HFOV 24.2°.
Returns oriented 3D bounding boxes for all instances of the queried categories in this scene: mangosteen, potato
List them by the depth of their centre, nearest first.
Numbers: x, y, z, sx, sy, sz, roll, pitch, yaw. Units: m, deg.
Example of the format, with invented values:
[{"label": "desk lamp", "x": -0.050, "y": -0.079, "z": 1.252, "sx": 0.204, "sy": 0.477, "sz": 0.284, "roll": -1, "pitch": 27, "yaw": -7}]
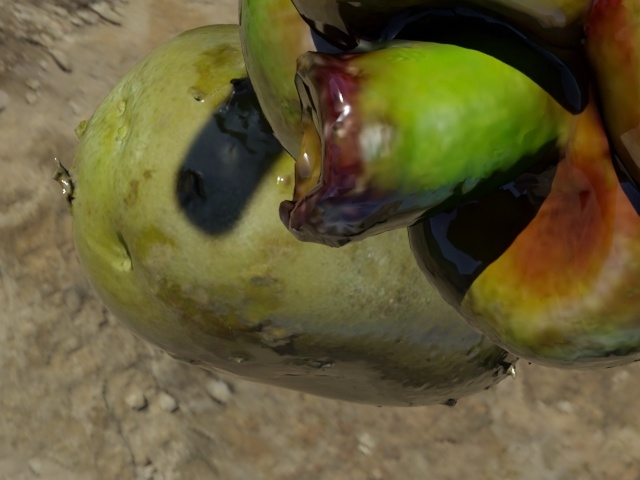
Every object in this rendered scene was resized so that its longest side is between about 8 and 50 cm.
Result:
[{"label": "mangosteen", "x": 0.108, "y": -0.110, "z": 0.462, "sx": 0.300, "sy": 0.300, "sz": 0.300, "roll": -6, "pitch": 107, "yaw": -18}, {"label": "potato", "x": -0.007, "y": 0.002, "z": 1.039, "sx": 0.359, "sy": 0.269, "sz": 0.219, "roll": 29, "pitch": 74, "yaw": -39}]
